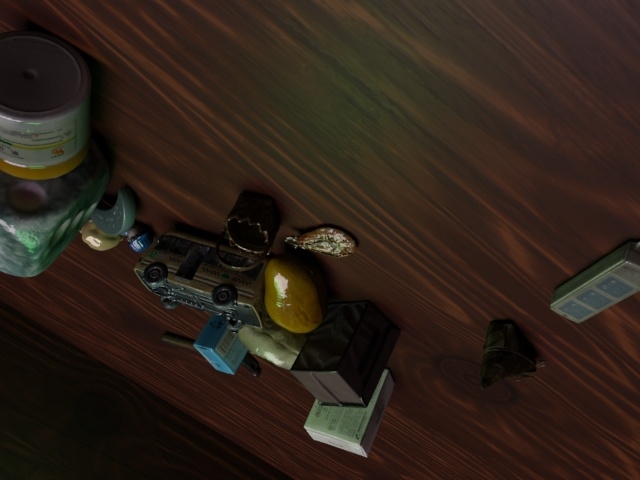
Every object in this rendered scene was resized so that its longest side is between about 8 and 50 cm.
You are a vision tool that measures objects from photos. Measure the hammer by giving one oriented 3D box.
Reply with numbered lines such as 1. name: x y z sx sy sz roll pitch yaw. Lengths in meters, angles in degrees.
1. hammer: -0.444 0.436 2.459 0.440 0.044 0.168 10 146 26

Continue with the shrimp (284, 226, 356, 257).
1. shrimp: 0.000 0.000 1.483 0.184 0.043 0.091 2 134 26

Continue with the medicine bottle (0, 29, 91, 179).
1. medicine bottle: -0.618 -0.285 1.343 0.238 0.238 0.232 30 149 -4

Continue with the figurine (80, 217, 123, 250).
1. figurine: -0.679 -0.019 1.939 0.114 0.108 0.196 47 163 -11

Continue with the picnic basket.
1. picnic basket: -0.173 -0.009 1.462 0.128 0.178 0.138 15 147 20

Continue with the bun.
1. bun: -0.091 0.268 1.808 0.287 0.146 0.287 25 -171 -4

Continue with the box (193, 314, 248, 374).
1. box: -0.264 0.265 1.885 0.083 0.232 0.142 5 143 33

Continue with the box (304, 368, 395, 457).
1. box: 0.095 0.510 1.945 0.194 0.260 0.111 11 149 28

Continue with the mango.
1. mango: -0.067 0.135 1.625 0.167 0.130 0.262 -8 131 1

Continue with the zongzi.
1. zongzi: 0.438 0.311 1.455 0.084 0.184 0.187 -16 129 43

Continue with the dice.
1. dice: -0.750 -0.137 1.558 0.330 0.348 0.328 34 146 -11

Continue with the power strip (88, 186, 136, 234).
1. power strip: -0.597 -0.082 1.765 0.216 0.044 0.137 -3 106 38

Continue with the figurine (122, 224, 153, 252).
1. figurine: -0.564 -0.026 1.846 0.149 0.087 0.086 31 -174 -4

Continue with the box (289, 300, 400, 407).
1. box: 0.067 0.297 1.665 0.188 0.252 0.153 -12 126 45

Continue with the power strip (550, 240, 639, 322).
1. power strip: 0.531 0.086 1.180 0.078 0.052 0.272 28 149 -1

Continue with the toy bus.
1. toy bus: -0.307 0.103 1.716 0.365 0.202 0.177 16 153 14
